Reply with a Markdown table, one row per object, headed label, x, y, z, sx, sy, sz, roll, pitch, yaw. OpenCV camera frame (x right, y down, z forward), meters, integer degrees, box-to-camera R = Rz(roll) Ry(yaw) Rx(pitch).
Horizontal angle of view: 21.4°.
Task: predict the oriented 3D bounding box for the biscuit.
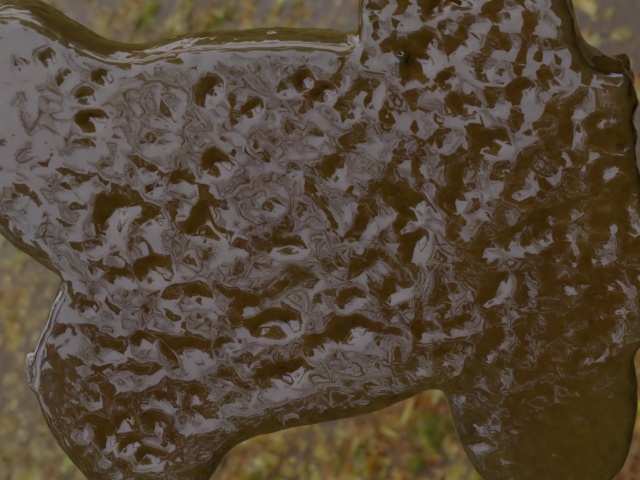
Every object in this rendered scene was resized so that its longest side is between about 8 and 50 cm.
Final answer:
| label | x | y | z | sx | sy | sz | roll | pitch | yaw |
| --- | --- | --- | --- | --- | --- | --- | --- | --- | --- |
| biscuit | 0.000 | 0.000 | 0.984 | 0.394 | 0.368 | 0.076 | -12 | 21 | 15 |
